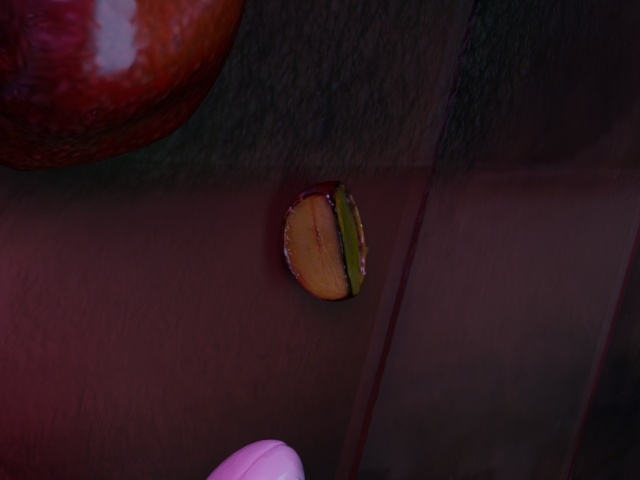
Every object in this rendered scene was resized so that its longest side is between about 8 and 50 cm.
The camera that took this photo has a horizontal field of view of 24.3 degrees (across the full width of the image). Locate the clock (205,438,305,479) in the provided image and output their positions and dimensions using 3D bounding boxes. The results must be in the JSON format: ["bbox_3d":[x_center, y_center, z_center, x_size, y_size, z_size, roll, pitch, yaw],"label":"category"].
[{"bbox_3d":[-0.156,0.276,0.731,0.376,0.250,0.368,-31,132,-38],"label":"clock"}]

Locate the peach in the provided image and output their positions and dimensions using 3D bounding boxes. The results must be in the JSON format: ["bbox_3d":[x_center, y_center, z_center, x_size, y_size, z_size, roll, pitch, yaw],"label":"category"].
[{"bbox_3d":[0.000,0.000,1.008,0.083,0.050,0.077,59,33,-64],"label":"peach"}]

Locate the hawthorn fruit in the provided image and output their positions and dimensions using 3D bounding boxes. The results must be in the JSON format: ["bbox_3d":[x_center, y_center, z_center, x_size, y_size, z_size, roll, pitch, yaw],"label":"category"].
[{"bbox_3d":[-0.106,-0.124,0.670,0.188,0.169,0.169,-42,139,-37],"label":"hawthorn fruit"}]
